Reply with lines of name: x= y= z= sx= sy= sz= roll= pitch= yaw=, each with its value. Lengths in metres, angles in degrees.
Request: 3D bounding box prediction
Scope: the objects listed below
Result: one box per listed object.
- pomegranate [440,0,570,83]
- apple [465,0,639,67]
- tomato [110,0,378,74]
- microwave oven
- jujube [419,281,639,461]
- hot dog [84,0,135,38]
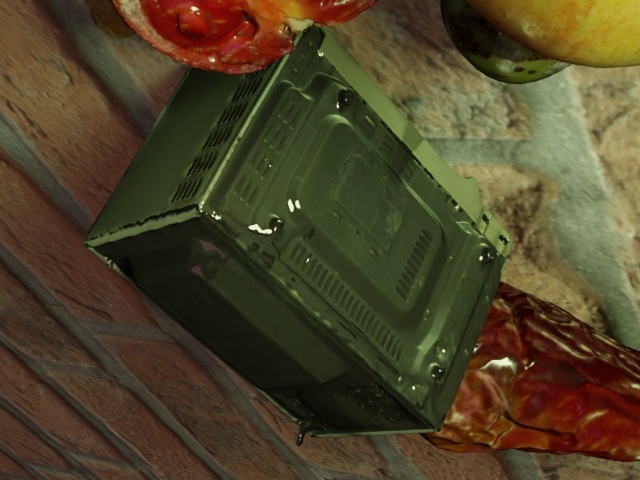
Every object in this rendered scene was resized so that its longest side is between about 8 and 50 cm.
pomegranate: x=0.138 y=-0.195 z=0.863 sx=0.169 sy=0.148 sz=0.148 roll=21 pitch=152 yaw=19
apple: x=0.167 y=-0.229 z=0.670 sx=0.260 sy=0.261 sz=0.194 roll=26 pitch=153 yaw=-4
tomato: x=-0.059 y=-0.252 z=0.901 sx=0.233 sy=0.140 sz=0.200 roll=-19 pitch=140 yaw=24
microwave oven: x=0.000 y=0.000 z=1.143 sx=0.218 sy=0.286 sz=0.355 roll=-13 pitch=131 yaw=45
jujube: x=0.246 y=0.165 z=1.345 sx=0.342 sy=0.216 sz=0.216 roll=11 pitch=151 yaw=-3
hot dog: x=-0.176 y=-0.250 z=0.994 sx=0.073 sy=0.084 sz=0.242 roll=27 pitch=166 yaw=10
